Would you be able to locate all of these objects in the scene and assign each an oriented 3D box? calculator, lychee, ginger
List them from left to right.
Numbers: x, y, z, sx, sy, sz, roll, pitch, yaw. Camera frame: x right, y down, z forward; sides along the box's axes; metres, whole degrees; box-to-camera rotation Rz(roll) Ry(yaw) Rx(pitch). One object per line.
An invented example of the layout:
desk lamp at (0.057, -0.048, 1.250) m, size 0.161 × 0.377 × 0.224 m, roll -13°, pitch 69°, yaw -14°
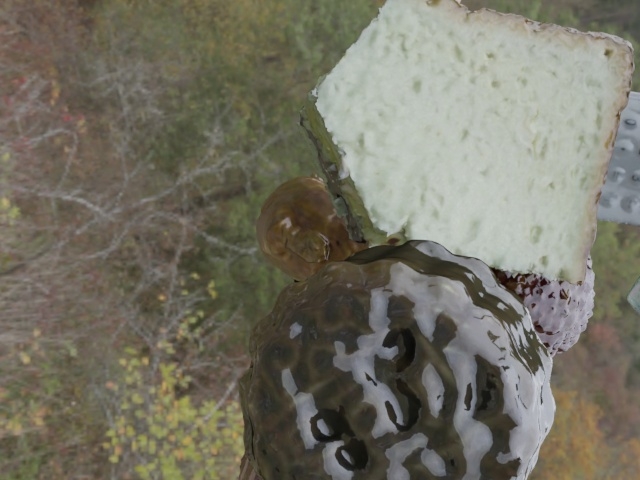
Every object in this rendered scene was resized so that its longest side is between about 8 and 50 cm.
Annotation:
ginger at (0.000, 0.000, 1.279) m, size 0.321 × 0.172 × 0.165 m, roll 33°, pitch -47°, yaw 56°
lychee at (0.237, 0.038, 1.129) m, size 0.236 × 0.235 × 0.271 m, roll 47°, pitch 44°, yaw -60°
calculator at (0.443, -0.073, 0.980) m, size 0.021 × 0.261 × 0.161 m, roll -62°, pitch 160°, yaw -61°

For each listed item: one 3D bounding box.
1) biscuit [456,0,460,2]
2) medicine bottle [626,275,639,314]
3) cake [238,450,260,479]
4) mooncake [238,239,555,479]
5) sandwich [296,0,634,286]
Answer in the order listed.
biscuit at (0.132, -0.301, 1.037) m, size 0.162 × 0.035 × 0.250 m, roll 7°, pitch 90°, yaw -59°
medicine bottle at (0.370, 0.058, 0.857) m, size 0.118 × 0.074 × 0.055 m, roll -5°, pitch 130°, yaw -36°
cake at (-0.044, 0.205, 1.163) m, size 0.295 × 0.112 × 0.116 m, roll -63°, pitch -167°, yaw -3°
mooncake at (0.054, 0.117, 0.630) m, size 0.124 × 0.228 × 0.228 m, roll -28°, pitch 111°, yaw -70°
sandwich at (0.136, -0.107, 0.887) m, size 0.131 × 0.325 × 0.262 m, roll -152°, pitch -107°, yaw -78°
